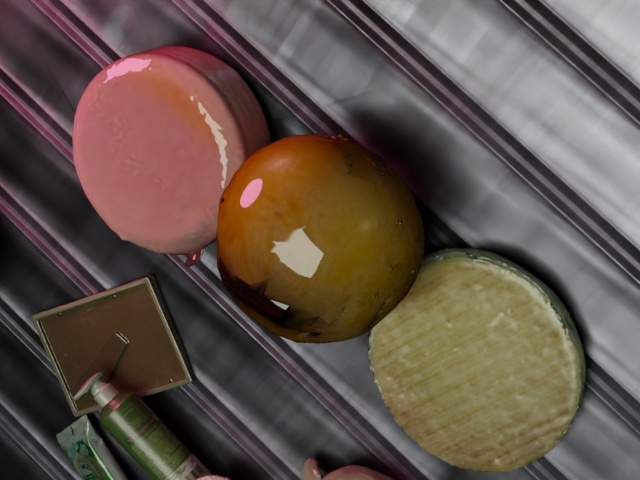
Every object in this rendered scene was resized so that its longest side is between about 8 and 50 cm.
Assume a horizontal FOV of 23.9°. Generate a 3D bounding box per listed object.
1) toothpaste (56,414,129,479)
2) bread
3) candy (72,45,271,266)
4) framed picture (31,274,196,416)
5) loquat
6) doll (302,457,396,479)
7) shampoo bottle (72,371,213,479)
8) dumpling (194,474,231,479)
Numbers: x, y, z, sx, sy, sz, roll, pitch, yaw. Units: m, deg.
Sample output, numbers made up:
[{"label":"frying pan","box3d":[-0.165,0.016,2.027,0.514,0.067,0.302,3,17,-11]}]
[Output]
[{"label":"toothpaste","box3d":[-0.253,0.368,2.012,0.075,0.048,0.297,-37,85,38]},{"label":"bread","box3d":[0.177,0.134,1.718,0.267,0.040,0.267,8,108,24]},{"label":"candy","box3d":[-0.175,-0.100,1.792,0.255,0.094,0.255,8,109,25]},{"label":"framed picture","box3d":[-0.269,0.138,1.963,0.203,0.015,0.150,-19,97,30]},{"label":"loquat","box3d":[0.000,0.000,1.657,0.235,0.235,0.235,8,109,25]},{"label":"doll","box3d":[0.080,0.344,1.792,0.275,0.113,0.154,19,115,20]},{"label":"shampoo bottle","box3d":[-0.227,0.252,1.937,0.204,0.065,0.065,47,121,0]},{"label":"dumpling","box3d":[-0.108,0.413,1.899,0.166,0.126,0.216,-30,122,24]}]
